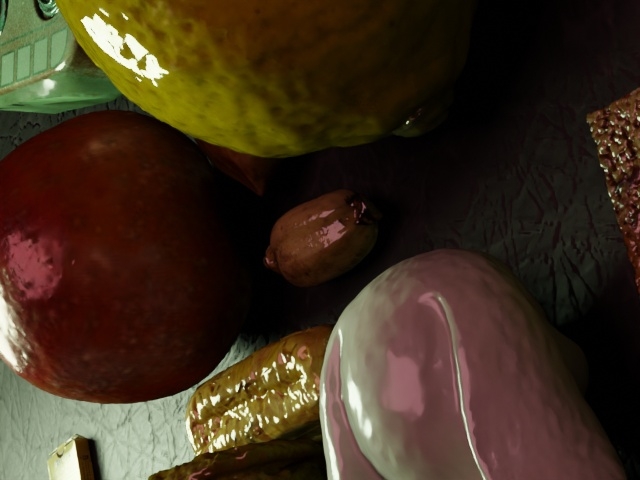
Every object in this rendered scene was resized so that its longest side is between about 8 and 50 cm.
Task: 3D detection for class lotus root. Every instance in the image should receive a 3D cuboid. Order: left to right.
[{"bbox_3d":[0.000,0.000,1.175,0.152,0.063,0.072,-24,94,41],"label":"lotus root"}]

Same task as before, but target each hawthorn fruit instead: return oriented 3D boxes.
[{"bbox_3d":[-0.195,0.016,1.272,0.284,0.284,0.284,-9,78,51],"label":"hawthorn fruit"}]

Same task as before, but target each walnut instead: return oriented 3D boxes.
[{"bbox_3d":[-0.076,-0.139,1.260,0.116,0.116,0.207,-30,70,46],"label":"walnut"}]

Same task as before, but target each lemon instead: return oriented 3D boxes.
[{"bbox_3d":[-0.036,-0.235,1.041,0.350,0.350,0.387,-35,91,44],"label":"lemon"}]

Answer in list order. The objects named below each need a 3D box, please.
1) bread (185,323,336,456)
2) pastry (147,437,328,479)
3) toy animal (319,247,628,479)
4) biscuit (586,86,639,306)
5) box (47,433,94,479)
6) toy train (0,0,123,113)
[{"bbox_3d":[-0.025,0.135,1.153,0.211,0.114,0.083,-30,60,43],"label":"bread"},{"bbox_3d":[-0.066,0.239,1.135,0.189,0.189,0.103,-36,62,43],"label":"pastry"},{"bbox_3d":[0.101,0.134,0.921,0.272,0.206,0.265,-23,72,50],"label":"toy animal"},{"bbox_3d":[0.233,-0.008,0.906,0.064,0.034,0.199,-32,62,45],"label":"biscuit"},{"bbox_3d":[-0.276,0.300,1.517,0.073,0.020,0.149,-38,57,44],"label":"box"},{"bbox_3d":[-0.288,-0.231,1.517,0.326,0.129,0.159,-7,83,52],"label":"toy train"}]
